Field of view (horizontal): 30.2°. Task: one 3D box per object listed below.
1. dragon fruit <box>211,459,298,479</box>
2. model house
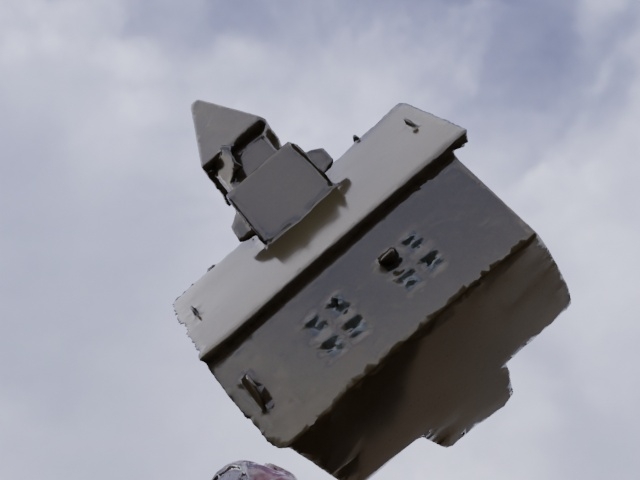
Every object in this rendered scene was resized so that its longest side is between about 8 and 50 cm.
[{"bbox_3d":[-0.031,0.303,0.983,0.148,0.218,0.224,19,-24,-19],"label":"dragon fruit"},{"bbox_3d":[0.000,0.000,0.693,0.181,0.248,0.176,-40,-31,-2],"label":"model house"}]
